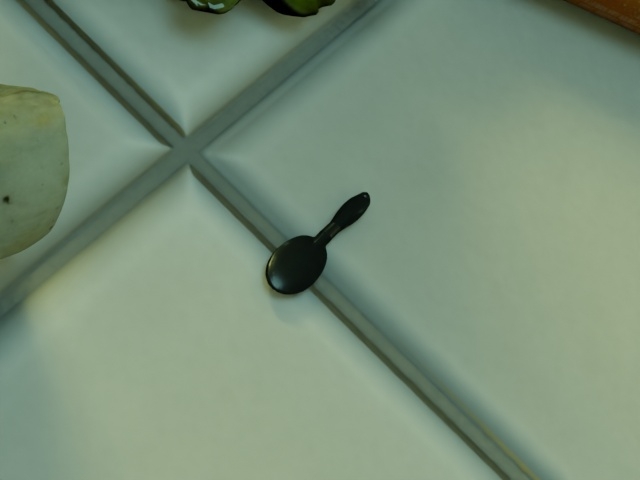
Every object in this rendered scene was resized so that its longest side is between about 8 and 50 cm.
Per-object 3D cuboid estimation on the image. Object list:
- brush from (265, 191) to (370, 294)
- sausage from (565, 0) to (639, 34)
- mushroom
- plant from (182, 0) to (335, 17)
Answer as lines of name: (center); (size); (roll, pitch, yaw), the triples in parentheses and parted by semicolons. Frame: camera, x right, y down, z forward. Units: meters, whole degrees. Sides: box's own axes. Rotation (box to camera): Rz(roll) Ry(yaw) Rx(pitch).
brush: (0.000, 0.000, 0.895); (0.024, 0.008, 0.083); (42, 49, 2)
sausage: (0.229, -0.124, 1.072); (0.348, 0.053, 0.053); (21, 53, -17)
mushroom: (-0.214, -0.032, 0.747); (0.223, 0.081, 0.092); (1, 54, -27)
plant: (-0.013, -0.242, 0.929); (0.261, 0.297, 0.306); (67, 30, -18)
